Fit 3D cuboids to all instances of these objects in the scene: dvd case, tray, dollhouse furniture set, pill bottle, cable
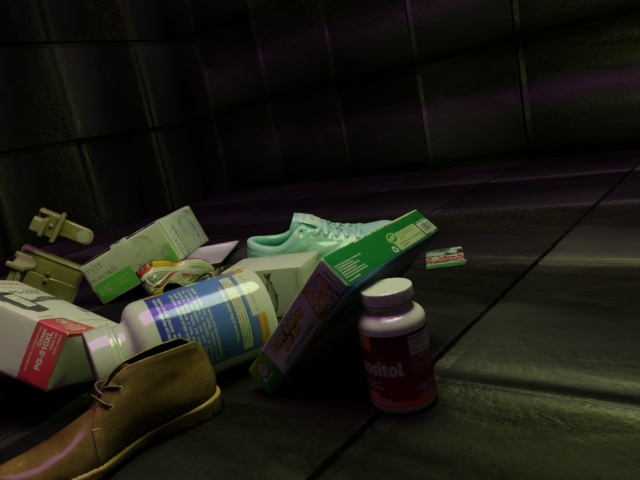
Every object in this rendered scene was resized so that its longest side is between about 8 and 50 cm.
[{"bbox_3d":[0.281,0.038,1.291,0.087,0.013,0.119,-9,13,11],"label":"dvd case"},{"bbox_3d":[-0.340,0.054,1.747,0.145,0.030,0.270,-9,12,5],"label":"tray"},{"bbox_3d":[-0.665,0.103,1.372,0.173,0.303,0.355,25,1,-21],"label":"dollhouse furniture set"},{"bbox_3d":[0.093,0.128,0.708,0.086,0.152,0.086,-11,12,2],"label":"pill bottle"},{"bbox_3d":[-0.197,0.097,1.420,0.139,0.072,0.287,-31,-13,29],"label":"cable"},{"bbox_3d":[-0.216,0.150,0.889,0.272,0.152,0.152,-17,13,-27],"label":"pill bottle"}]

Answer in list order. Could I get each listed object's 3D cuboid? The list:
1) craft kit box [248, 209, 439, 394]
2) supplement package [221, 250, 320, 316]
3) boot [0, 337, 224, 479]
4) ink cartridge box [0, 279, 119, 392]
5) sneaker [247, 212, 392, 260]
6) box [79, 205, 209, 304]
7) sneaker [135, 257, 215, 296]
[{"bbox_3d":[0.037,0.086,0.834,0.061,0.247,0.250,42,37,18],"label":"craft kit box"},{"bbox_3d":[-0.092,0.092,1.163,0.179,0.105,0.105,-7,12,22],"label":"supplement package"},{"bbox_3d":[-0.271,0.218,0.720,0.305,0.115,0.112,-23,18,-39],"label":"boot"},{"bbox_3d":[-0.479,0.148,0.939,0.237,0.100,0.172,20,-2,11],"label":"ink cartridge box"},{"bbox_3d":[0.000,0.000,1.301,0.365,0.150,0.135,-19,21,6],"label":"sneaker"},{"bbox_3d":[-0.473,0.031,1.561,0.262,0.127,0.231,-29,9,11],"label":"box"},{"bbox_3d":[-0.353,0.104,1.432,0.088,0.093,0.225,-39,-21,33],"label":"sneaker"}]
